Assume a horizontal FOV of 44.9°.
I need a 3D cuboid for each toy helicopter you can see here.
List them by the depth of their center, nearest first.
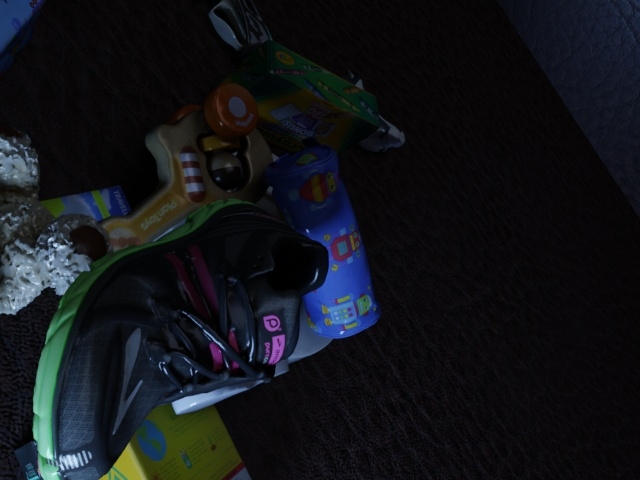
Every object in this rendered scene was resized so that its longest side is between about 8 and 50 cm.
[{"bbox_3d":[-0.191,-0.053,1.126,0.355,0.140,0.235,-46,111,-39],"label":"toy helicopter"}]

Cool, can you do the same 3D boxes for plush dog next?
[{"bbox_3d":[-0.404,0.017,0.878,0.262,0.210,0.225,49,40,12],"label":"plush dog"}]

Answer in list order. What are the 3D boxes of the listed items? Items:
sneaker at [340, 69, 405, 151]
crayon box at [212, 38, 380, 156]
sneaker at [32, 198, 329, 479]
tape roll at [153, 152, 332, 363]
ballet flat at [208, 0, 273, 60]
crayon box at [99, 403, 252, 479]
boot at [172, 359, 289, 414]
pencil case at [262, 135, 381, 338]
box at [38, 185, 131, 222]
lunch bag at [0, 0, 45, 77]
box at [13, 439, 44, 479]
[{"bbox_3d":[0.089,-0.291,1.681,0.235,0.094,0.153,11,68,-32],"label":"sneaker"},{"bbox_3d":[-0.043,-0.251,1.458,0.279,0.165,0.081,19,54,-39],"label":"crayon box"},{"bbox_3d":[-0.135,0.090,0.880,0.483,0.202,0.185,-49,148,-50],"label":"sneaker"},{"bbox_3d":[-0.107,0.020,1.296,0.392,0.072,0.391,27,49,-35],"label":"tape roll"},{"bbox_3d":[-0.184,-0.475,1.507,0.096,0.095,0.280,-25,87,-39],"label":"ballet flat"},{"bbox_3d":[-0.189,0.291,0.987,0.318,0.081,0.202,63,21,4],"label":"crayon box"},{"bbox_3d":[-0.134,0.149,1.045,0.123,0.095,0.258,67,18,7],"label":"boot"},{"bbox_3d":[0.000,0.000,1.203,0.119,0.133,0.306,-31,116,-30],"label":"pencil case"},{"bbox_3d":[-0.327,-0.013,1.100,0.178,0.042,0.109,-20,83,-50],"label":"box"},{"bbox_3d":[-0.543,-0.319,1.005,0.293,0.138,0.221,32,48,-18],"label":"lunch bag"},{"bbox_3d":[-0.315,0.272,0.928,0.062,0.052,0.083,-21,82,-51],"label":"box"}]
